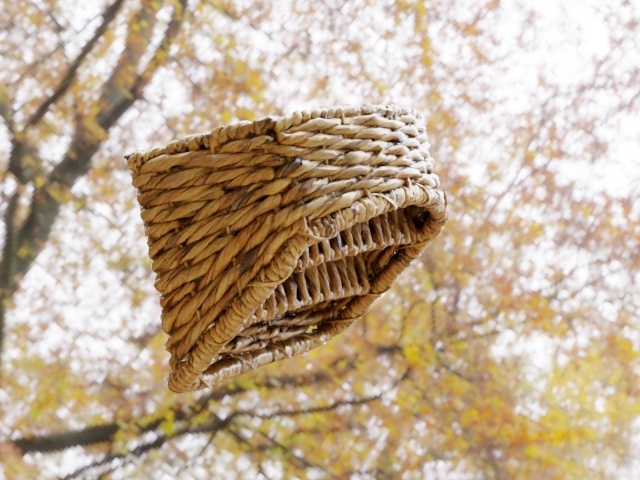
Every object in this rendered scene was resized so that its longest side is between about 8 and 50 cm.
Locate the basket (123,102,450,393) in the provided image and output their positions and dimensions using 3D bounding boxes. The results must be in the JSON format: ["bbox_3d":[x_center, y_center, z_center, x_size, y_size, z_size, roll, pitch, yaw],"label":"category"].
[{"bbox_3d":[0.000,0.000,1.209,0.213,0.299,0.223,-12,-92,29],"label":"basket"}]
